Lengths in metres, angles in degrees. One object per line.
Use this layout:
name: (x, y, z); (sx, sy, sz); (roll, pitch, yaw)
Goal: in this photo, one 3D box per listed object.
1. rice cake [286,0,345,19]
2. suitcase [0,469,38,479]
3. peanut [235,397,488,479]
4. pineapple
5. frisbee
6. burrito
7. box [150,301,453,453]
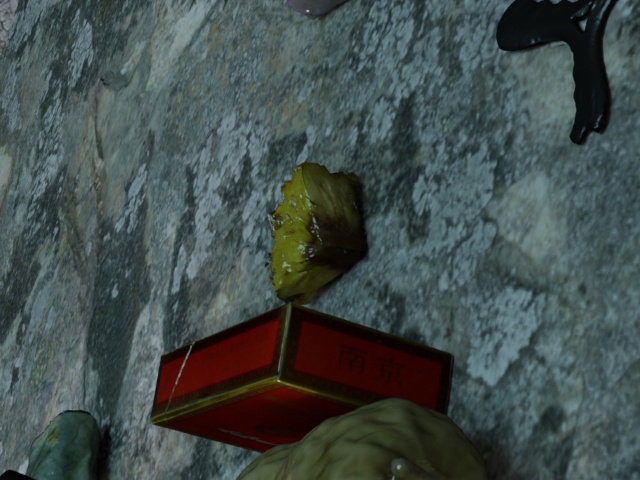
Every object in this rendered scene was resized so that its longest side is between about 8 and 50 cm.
rice cake: (0.056, -0.320, 1.454); (0.298, 0.050, 0.106); (-19, 56, 60)
suitcase: (-0.245, 0.397, 1.223); (0.345, 0.188, 0.339); (90, -164, -50)
peanut: (0.033, 0.194, 1.044); (0.143, 0.159, 0.291); (62, 155, 2)
pineapple: (0.000, 0.000, 1.340); (0.116, 0.069, 0.137); (28, 107, 59)
frisbee: (0.203, -0.158, 1.087); (0.211, 0.012, 0.187); (-39, 40, 47)
burrito: (-0.315, 0.327, 1.709); (0.144, 0.089, 0.229); (-57, 26, 33)
box: (-0.022, 0.122, 1.180); (0.240, 0.153, 0.074); (-26, 54, 56)
